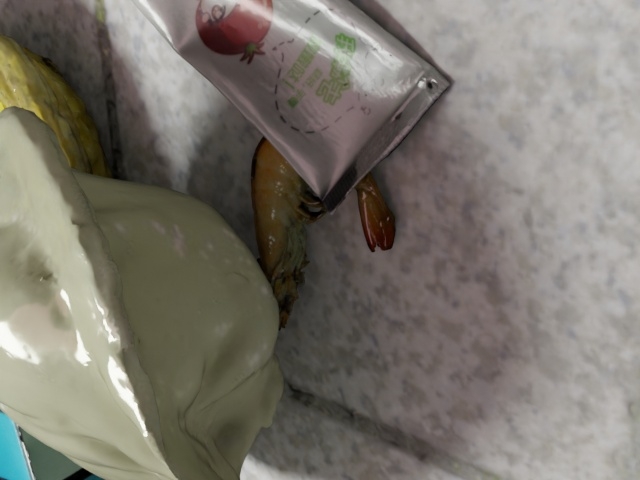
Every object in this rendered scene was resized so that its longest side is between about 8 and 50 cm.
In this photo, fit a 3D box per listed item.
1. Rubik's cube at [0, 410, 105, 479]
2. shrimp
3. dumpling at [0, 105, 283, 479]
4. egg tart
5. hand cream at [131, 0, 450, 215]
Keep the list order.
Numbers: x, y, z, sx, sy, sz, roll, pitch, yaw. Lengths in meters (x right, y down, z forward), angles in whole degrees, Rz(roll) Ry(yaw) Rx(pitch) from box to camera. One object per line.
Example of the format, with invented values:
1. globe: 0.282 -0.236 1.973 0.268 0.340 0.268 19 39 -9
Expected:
1. Rubik's cube: -0.256 0.197 0.951 0.180 0.167 0.184 -2 109 42
2. shrimp: 0.001 0.000 0.723 0.124 0.034 0.178 16 118 29
3. dumpling: -0.134 0.107 0.718 0.395 0.233 0.316 75 168 -46
4. egg tart: -0.279 -0.078 0.899 0.278 0.095 0.279 24 126 39
5. hand cream: -0.068 -0.171 0.679 0.336 0.076 0.121 44 117 13
